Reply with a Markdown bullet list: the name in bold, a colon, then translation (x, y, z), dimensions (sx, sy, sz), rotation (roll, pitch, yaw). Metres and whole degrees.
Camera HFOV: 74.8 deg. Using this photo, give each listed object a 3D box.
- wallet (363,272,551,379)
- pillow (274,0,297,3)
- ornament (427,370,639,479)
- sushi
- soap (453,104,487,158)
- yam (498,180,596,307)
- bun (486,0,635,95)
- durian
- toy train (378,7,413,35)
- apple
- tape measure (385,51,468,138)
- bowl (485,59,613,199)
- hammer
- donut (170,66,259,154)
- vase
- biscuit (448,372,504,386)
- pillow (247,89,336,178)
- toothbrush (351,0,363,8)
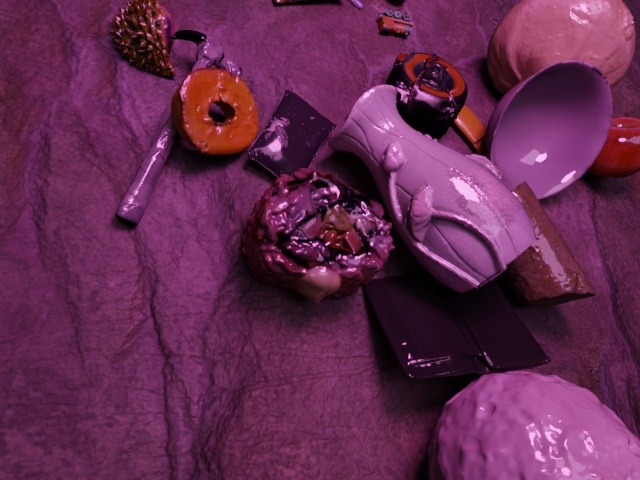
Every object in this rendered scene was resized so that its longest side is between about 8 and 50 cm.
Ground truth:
- **wallet**: translation (0.269, 0.161, 0.847), dimensions (0.323, 0.041, 0.247), rotation (-4, 46, -18)
- **pillow**: translation (-0.053, -0.713, 1.090), dimensions (0.212, 0.052, 0.208), rotation (-18, 79, -21)
- **ornament**: translation (0.338, 0.378, 0.688), dimensions (0.338, 0.337, 0.336), rotation (8, 68, -20)
- **sushi**: translation (0.000, 0.000, 0.779), dimensions (0.270, 0.171, 0.236), rotation (19, 64, -20)
- **soap**: translation (0.418, -0.301, 1.143), dimensions (0.089, 0.033, 0.168), rotation (-39, 89, -29)
- **yam**: translation (0.486, 0.027, 0.975), dimensions (0.168, 0.168, 0.304), rotation (-22, 80, -28)
- **bun**: translation (0.633, -0.481, 1.141), dimensions (0.365, 0.364, 0.202), rotation (26, 74, -12)
- **durian**: translation (-0.353, -0.433, 0.830), dimensions (0.119, 0.108, 0.186), rotation (-7, 74, -25)
- **toy train**: translation (0.210, -0.602, 1.166), dimensions (0.103, 0.044, 0.064), rotation (2, 73, -19)
- **apple**: translation (0.860, -0.266, 1.223), dimensions (0.201, 0.201, 0.162), rotation (-32, 129, -29)
- **tape measure**: translation (0.261, -0.369, 1.046), dimensions (0.202, 0.135, 0.222), rotation (19, 59, -6)
- **bowl**: translation (0.552, -0.290, 1.094), dimensions (0.346, 0.345, 0.157), rotation (8, 24, -20)
- **hammer**: translation (-0.275, -0.218, 0.803), dimensions (0.152, 0.044, 0.426), rotation (33, 64, -43)
- **donut**: translation (-0.204, -0.243, 0.808), dimensions (0.179, 0.066, 0.162), rotation (-5, 98, -49)
- **vase**: translation (0.216, -0.112, 0.868), dimensions (0.250, 0.250, 0.445), rotation (-34, 79, -29)
- **biscuit**: translation (0.319, 0.222, 0.896), dimensions (0.192, 0.049, 0.191), rotation (7, 63, -14)
- **pillow**: translation (-0.060, -0.219, 0.901), dimensions (0.141, 0.055, 0.208), rotation (34, 62, -15)
- **toothbrush**: translation (0.040, -0.702, 1.149), dimensions (0.193, 0.013, 0.019), rotation (37, 55, -6)
